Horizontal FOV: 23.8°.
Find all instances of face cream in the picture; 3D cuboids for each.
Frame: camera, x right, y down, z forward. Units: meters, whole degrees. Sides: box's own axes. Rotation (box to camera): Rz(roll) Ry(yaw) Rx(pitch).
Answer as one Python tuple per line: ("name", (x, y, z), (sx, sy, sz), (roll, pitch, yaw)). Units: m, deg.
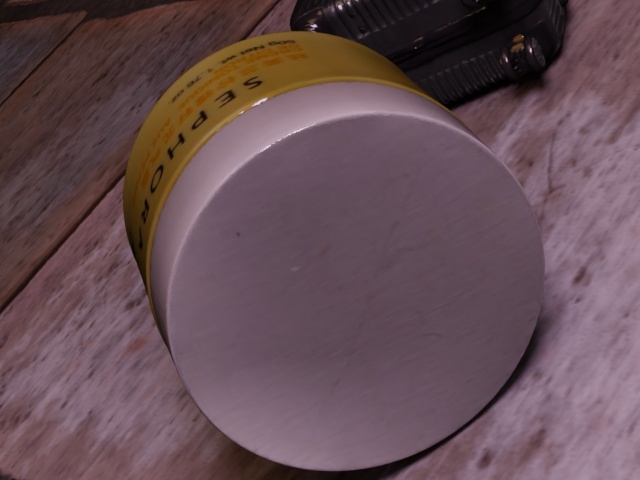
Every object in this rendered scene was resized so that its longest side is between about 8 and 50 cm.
("face cream", (0.000, 0.000, 0.909), (0.218, 0.218, 0.179), (-37, 27, 1))

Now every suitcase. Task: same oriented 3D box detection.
("suitcase", (0.095, -0.218, 1.222), (0.202, 0.128, 0.312), (-22, 32, 27))
